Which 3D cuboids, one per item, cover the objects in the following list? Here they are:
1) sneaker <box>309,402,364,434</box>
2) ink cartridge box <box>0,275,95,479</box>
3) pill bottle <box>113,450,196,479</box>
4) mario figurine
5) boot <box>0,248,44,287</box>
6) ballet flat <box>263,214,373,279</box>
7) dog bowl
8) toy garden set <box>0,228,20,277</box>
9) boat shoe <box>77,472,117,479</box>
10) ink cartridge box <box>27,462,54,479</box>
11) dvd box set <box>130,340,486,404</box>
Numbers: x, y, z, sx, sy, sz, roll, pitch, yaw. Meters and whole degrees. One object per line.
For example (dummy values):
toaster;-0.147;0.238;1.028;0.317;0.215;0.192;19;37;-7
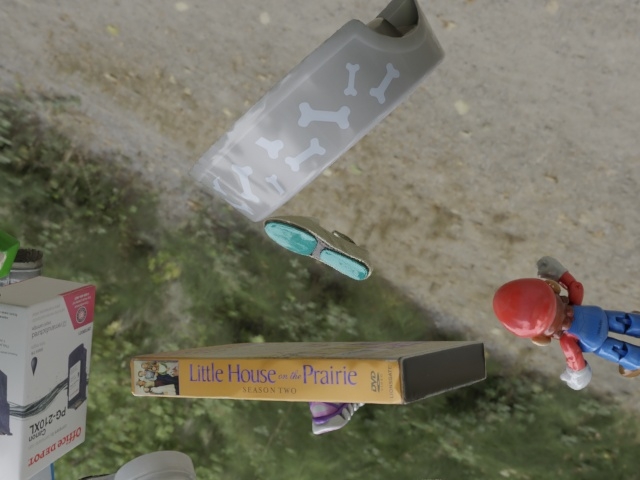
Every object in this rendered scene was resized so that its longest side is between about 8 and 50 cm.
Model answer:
sneaker;0.041;0.315;1.753;0.095;0.104;0.236;-23;-177;28
ink cartridge box;-0.394;0.182;1.116;0.100;0.237;0.172;8;-172;13
pill bottle;-0.248;0.531;1.368;0.188;0.188;0.334;37;-157;-46
mario figurine;0.477;0.158;1.606;0.320;0.198;0.170;19;128;-11
boot;-0.531;0.117;1.346;0.190;0.208;0.076;5;-154;-5
ballet flat;0.000;0.000;1.708;0.248;0.086;0.086;29;167;-11
dog bowl;0.004;-0.157;0.996;0.102;0.349;0.349;49;164;-7
toy garden set;-0.451;0.053;0.881;0.204;0.244;0.049;32;-157;9
boat shoe;-0.501;0.560;1.912;0.040;0.049;0.142;13;-179;42
ink cartridge box;-0.628;0.384;1.640;0.129;0.223;0.307;-8;-167;-29
dvd box set;-0.012;0.183;1.184;0.420;0.062;0.307;-4;175;29
